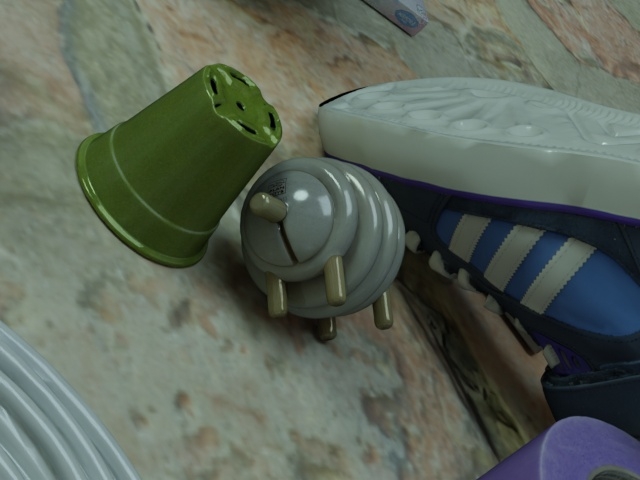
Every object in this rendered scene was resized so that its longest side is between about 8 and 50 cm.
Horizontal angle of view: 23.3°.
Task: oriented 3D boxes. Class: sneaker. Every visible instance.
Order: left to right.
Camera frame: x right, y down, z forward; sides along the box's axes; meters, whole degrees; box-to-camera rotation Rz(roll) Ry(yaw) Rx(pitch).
[{"bbox_3d":[0.134,0.042,0.910,0.322,0.236,0.130,14,26,34],"label":"sneaker"}]

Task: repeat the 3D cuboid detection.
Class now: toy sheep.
[{"bbox_3d":[0.000,0.000,0.791,0.091,0.091,0.132,62,11,24],"label":"toy sheep"}]

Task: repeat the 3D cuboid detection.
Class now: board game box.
[{"bbox_3d":[0.041,-0.211,1.199,0.090,0.020,0.090,31,33,-32],"label":"board game box"}]

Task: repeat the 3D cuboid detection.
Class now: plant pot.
[{"bbox_3d":[-0.063,-0.043,0.757,0.083,0.079,0.083,35,30,-24],"label":"plant pot"}]

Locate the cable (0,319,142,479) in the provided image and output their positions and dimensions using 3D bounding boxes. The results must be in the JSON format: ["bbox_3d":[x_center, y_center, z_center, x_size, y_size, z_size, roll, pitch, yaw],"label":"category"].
[{"bbox_3d":[-0.148,0.106,0.426,0.257,0.089,0.257,37,28,-25],"label":"cable"}]

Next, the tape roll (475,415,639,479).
[{"bbox_3d":[0.145,0.187,0.770,0.189,0.080,0.189,36,29,-23],"label":"tape roll"}]

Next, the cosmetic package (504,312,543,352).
[{"bbox_3d":[0.183,-0.009,1.079,0.117,0.085,0.231,53,26,10],"label":"cosmetic package"}]
